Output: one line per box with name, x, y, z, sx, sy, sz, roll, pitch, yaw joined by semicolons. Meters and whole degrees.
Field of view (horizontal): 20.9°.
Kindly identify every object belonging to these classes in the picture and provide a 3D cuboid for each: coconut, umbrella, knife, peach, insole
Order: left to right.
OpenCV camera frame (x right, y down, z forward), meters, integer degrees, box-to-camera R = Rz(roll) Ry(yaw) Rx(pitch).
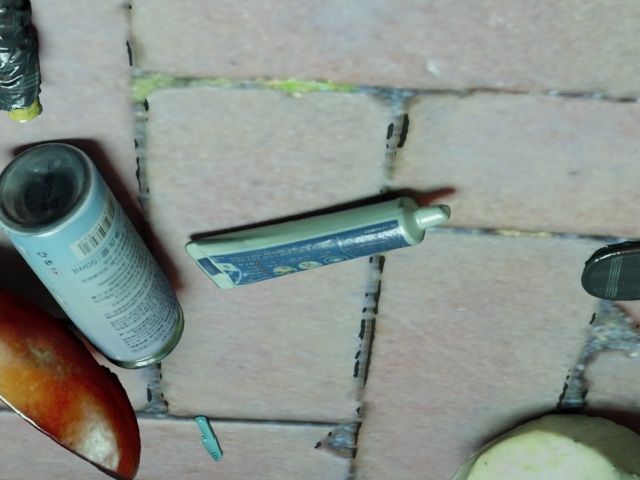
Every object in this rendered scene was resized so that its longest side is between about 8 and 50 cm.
peach;-0.230;0.070;1.261;0.279;0.068;0.189;43;171;-22
umbrella;-0.184;-0.118;1.009;0.040;0.037;0.144;-10;147;-7
knife;-0.099;0.176;1.529;0.014;0.005;0.091;-4;149;7
coconut;0.222;0.267;1.477;0.241;0.241;0.241;1;149;1
insole;0.343;0.018;1.242;0.310;0.012;0.110;-1;150;4

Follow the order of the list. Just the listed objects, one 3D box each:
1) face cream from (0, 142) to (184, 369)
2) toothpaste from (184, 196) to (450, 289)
face cream;-0.152;0.023;1.209;0.075;0.075;0.229;-6;148;12
toothpaste;0.000;0.000;1.204;0.197;0.034;0.057;-13;138;27
